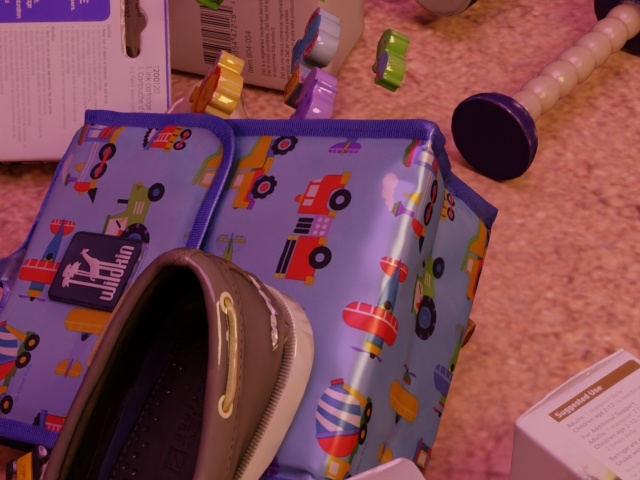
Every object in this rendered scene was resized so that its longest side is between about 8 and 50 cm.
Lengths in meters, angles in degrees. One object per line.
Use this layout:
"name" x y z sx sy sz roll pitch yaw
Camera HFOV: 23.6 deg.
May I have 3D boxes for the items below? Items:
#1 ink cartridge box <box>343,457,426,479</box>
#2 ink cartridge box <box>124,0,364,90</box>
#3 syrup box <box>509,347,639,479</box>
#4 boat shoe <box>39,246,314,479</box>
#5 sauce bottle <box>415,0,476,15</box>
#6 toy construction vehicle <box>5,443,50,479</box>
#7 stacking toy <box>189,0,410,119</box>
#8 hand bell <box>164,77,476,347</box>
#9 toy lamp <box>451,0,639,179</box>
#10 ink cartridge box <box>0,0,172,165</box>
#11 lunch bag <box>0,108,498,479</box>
"ink cartridge box" 0.041 0.230 0.660 0.093 0.219 0.160 -20 44 -17
"ink cartridge box" -0.108 -0.244 1.219 0.273 0.198 0.114 13 41 15
"syrup box" 0.213 0.171 0.818 0.096 0.093 0.237 -29 49 -28
"boat shoe" -0.099 0.150 0.749 0.109 0.091 0.305 13 76 33
"sauce bottle" 0.192 -0.305 1.355 0.111 0.111 0.344 23 47 25
"toy construction vehicle" -0.173 0.173 0.840 0.086 0.035 0.098 -32 40 14
"stacking toy" -0.004 -0.117 1.057 0.167 0.052 0.221 24 35 -19
"hand bell" 0.000 0.000 1.034 0.242 0.126 0.126 32 50 16
"toy lamp" 0.210 -0.146 1.195 0.080 0.080 0.275 26 48 27
"ink cartridge box" -0.214 -0.159 1.136 0.208 0.206 0.045 -1 2 0
"lunch bag" -0.072 0.039 0.915 0.293 0.138 0.220 9 71 27
